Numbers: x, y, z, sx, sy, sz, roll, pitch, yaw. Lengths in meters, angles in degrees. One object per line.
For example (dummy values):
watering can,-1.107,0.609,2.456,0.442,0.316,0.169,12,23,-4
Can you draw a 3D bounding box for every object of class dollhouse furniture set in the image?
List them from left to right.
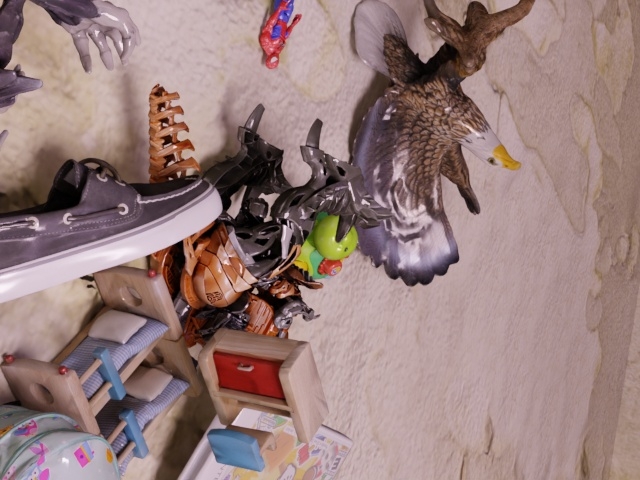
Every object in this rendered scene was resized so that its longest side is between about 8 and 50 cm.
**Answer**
dollhouse furniture set,-0.114,0.111,0.863,0.129,0.184,0.129,-53,139,-44

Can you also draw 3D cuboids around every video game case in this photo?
video game case,-0.071,0.252,1.069,0.206,0.026,0.227,-59,148,-5

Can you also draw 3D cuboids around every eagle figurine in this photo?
eagle figurine,0.134,-0.123,1.324,0.226,0.225,0.298,-3,138,-23

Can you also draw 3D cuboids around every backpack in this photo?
backpack,-0.200,0.202,0.799,0.152,0.115,0.182,-34,122,-52

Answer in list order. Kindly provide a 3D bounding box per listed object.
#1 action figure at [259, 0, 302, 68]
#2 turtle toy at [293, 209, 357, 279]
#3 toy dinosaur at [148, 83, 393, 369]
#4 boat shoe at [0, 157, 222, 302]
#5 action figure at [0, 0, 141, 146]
action figure,-0.036,-0.221,1.109,0.038,0.030,0.115,36,66,-64
turtle toy,0.000,0.000,1.138,0.130,0.066,0.095,135,-36,-83
toy dinosaur,-0.068,0.006,0.983,0.218,0.164,0.322,-47,159,-26
boat shoe,-0.173,-0.020,0.809,0.229,0.080,0.076,-21,107,-32
action figure,-0.195,-0.138,0.701,0.141,0.164,0.275,40,55,-51
